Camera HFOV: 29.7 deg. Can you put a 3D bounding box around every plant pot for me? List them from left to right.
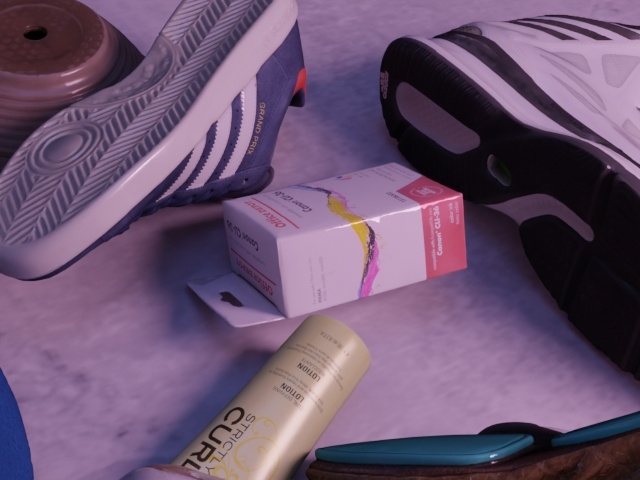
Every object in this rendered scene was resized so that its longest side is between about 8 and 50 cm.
[{"bbox_3d":[-0.243,-0.136,1.033,0.237,0.110,0.237,5,45,-5],"label":"plant pot"}]

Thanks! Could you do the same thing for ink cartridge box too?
[{"bbox_3d":[0.000,0.000,0.941,0.198,0.067,0.115,-15,22,-22],"label":"ink cartridge box"}]

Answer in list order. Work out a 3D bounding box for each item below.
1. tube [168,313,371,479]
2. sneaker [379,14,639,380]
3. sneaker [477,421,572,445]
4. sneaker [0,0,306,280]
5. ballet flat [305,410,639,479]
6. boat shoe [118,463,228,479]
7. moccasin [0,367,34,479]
[{"bbox_3d":[-0.051,0.150,0.826,0.070,0.062,0.240,7,43,41],"label":"tube"},{"bbox_3d":[0.276,-0.070,1.011,0.257,0.169,0.447,-23,52,-26],"label":"sneaker"},{"bbox_3d":[0.239,0.190,0.819,0.270,0.145,0.090,7,82,39],"label":"sneaker"},{"bbox_3d":[-0.115,-0.063,0.961,0.131,0.148,0.350,17,51,34],"label":"sneaker"},{"bbox_3d":[0.143,0.168,0.746,0.116,0.342,0.124,2,76,-61],"label":"ballet flat"},{"bbox_3d":[0.010,0.216,0.724,0.302,0.113,0.103,30,11,-7],"label":"boat shoe"},{"bbox_3d":[-0.248,0.164,0.696,0.117,0.138,0.342,-27,29,6],"label":"moccasin"}]
